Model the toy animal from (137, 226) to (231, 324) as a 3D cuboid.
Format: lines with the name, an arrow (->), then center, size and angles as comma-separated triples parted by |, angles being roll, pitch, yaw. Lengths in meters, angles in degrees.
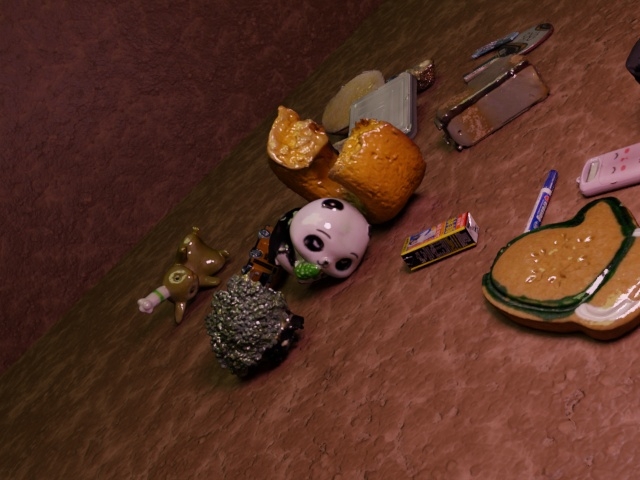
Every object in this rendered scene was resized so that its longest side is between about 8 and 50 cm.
toy animal -> -0.447, 0.126, 2.203 | 0.180, 0.181, 0.363 | -37, 20, 33

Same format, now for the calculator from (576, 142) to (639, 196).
calculator -> 0.565, -0.136, 1.234 | 0.175, 0.032, 0.100 | -18, 32, 45

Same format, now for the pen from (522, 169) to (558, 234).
pen -> 0.445, -0.072, 1.319 | 0.025, 0.025, 0.204 | -14, 34, 48

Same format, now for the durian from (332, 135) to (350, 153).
durian -> 0.103, -0.259, 2.062 | 0.252, 0.139, 0.144 | -17, 37, 44

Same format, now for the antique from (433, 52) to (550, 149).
antique -> 0.437, -0.360, 1.725 | 0.284, 0.125, 0.150 | -36, 22, 13

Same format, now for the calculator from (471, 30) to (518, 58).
calculator -> 0.569, -0.640, 2.144 | 0.057, 0.018, 0.172 | -47, 19, -29

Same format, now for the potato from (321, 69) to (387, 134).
potato -> 0.144, -0.489, 2.407 | 0.299, 0.116, 0.239 | -34, 47, 24

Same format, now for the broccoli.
broccoli -> -0.148, 0.206, 1.607 | 0.246, 0.263, 0.243 | 2, 10, 14

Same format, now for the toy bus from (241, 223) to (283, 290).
toy bus -> -0.159, 0.060, 1.926 | 0.201, 0.114, 0.098 | -72, 8, -50

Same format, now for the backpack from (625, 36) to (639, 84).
backpack -> 0.756, -0.361, 1.070 | 0.363, 0.255, 0.445 | -53, 27, -11

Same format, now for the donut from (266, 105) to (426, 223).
donut -> 0.066, -0.168, 1.691 | 0.435, 0.377, 0.163 | 13, 70, 43

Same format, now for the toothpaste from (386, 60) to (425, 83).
toothpaste -> 0.290, -0.611, 2.527 | 0.268, 0.047, 0.069 | -18, 19, 37

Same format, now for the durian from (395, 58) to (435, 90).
durian -> 0.342, -0.562, 2.284 | 0.148, 0.091, 0.188 | -23, 14, 10

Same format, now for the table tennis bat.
table tennis bat -> 0.581, -0.582, 2.039 | 0.301, 0.022, 0.173 | -28, 24, 24

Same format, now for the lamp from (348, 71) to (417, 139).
lamp -> 0.202, -0.403, 2.173 | 0.266, 0.047, 0.269 | -24, 49, 38

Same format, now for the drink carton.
drink carton -> 0.262, 0.003, 1.438 | 0.165, 0.056, 0.071 | -26, 19, 33

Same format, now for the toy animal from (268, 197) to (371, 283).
toy animal -> -0.004, 0.007, 1.656 | 0.212, 0.212, 0.266 | -52, 19, -24

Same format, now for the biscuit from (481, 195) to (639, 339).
biscuit -> 0.434, 0.032, 1.106 | 0.287, 0.057, 0.343 | -48, 24, -15
